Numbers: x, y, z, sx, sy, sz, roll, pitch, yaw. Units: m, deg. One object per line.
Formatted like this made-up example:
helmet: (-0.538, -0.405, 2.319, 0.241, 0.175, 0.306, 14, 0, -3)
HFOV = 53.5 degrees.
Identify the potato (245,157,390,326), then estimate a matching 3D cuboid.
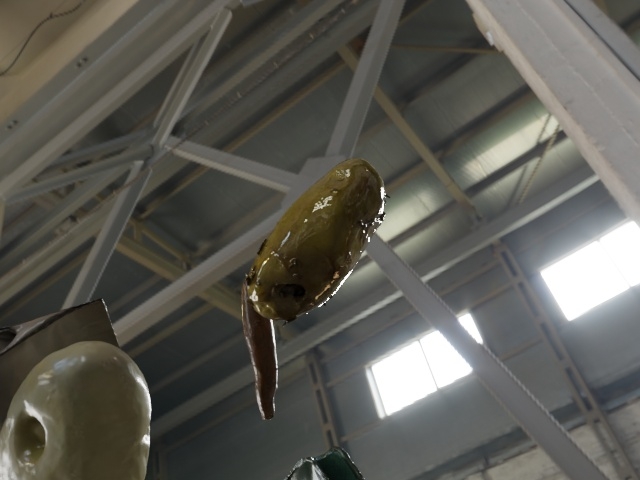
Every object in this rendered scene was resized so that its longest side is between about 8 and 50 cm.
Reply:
potato: (0.000, 0.000, 1.006, 0.300, 0.140, 0.173, -50, -10, -16)

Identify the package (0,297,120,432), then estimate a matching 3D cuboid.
package: (-0.425, 0.203, 0.950, 0.251, 0.062, 0.203, -27, -42, -27)

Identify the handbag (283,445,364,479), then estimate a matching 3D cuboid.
handbag: (0.039, 0.582, 1.203, 0.089, 0.326, 0.238, -6, -44, -42)

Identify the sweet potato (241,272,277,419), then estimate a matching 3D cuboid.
sweet potato: (-0.107, 0.185, 1.135, 0.057, 0.264, 0.057, -9, -10, -2)

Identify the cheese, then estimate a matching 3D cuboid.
cheese: (-0.291, 0.336, 0.793, 0.351, 0.328, 0.130, -50, -28, 23)
